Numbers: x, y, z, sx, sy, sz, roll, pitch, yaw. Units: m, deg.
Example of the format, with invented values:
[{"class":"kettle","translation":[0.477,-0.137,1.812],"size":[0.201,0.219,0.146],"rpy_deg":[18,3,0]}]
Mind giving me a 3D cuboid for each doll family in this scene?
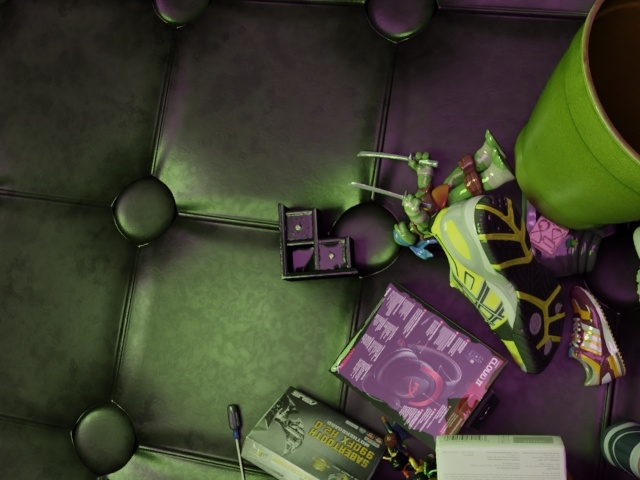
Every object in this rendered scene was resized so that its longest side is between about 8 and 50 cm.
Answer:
[{"class":"doll family","translation":[0.171,0.417,1.412],"size":[0.193,0.111,0.076],"rpy_deg":[43,106,15]}]

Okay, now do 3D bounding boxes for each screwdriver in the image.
[{"class":"screwdriver","translation":[-0.170,0.420,1.536],"size":[0.024,0.025,0.169],"rpy_deg":[-11,80,11]}]

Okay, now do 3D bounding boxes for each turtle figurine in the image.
[{"class":"turtle figurine","translation":[0.209,-0.121,1.422],"size":[0.266,0.198,0.274],"rpy_deg":[-33,81,20]}]

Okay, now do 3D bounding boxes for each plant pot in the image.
[{"class":"plant pot","translation":[0.500,-0.178,1.225],"size":[0.367,0.353,0.366],"rpy_deg":[4,72,-12]}]

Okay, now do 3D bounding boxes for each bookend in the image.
[{"class":"bookend","translation":[0.000,0.000,1.528],"size":[0.157,0.072,0.156],"rpy_deg":[-4,82,11]}]

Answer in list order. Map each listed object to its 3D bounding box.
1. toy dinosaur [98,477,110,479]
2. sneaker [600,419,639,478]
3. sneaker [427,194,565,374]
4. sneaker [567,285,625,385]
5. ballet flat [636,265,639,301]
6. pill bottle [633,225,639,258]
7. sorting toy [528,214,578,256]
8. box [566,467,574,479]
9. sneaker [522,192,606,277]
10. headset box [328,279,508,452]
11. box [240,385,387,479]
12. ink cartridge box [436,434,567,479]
[{"class":"toy dinosaur","translation":[-0.437,0.572,1.559],"size":[0.268,0.064,0.118],"rpy_deg":[17,93,11]},{"class":"sneaker","translation":[0.629,0.409,1.339],"size":[0.282,0.153,0.099],"rpy_deg":[29,87,-16]},{"class":"sneaker","translation":[0.328,0.079,1.373],"size":[0.145,0.147,0.384],"rpy_deg":[-42,116,-33]},{"class":"sneaker","translation":[0.494,0.179,1.400],"size":[0.084,0.069,0.185],"rpy_deg":[-22,78,3]},{"class":"ballet flat","translation":[0.660,0.225,1.320],"size":[0.147,0.147,0.409],"rpy_deg":[-33,69,6]},{"class":"pill bottle","translation":[0.661,-0.006,1.189],"size":[0.278,0.162,0.162],"rpy_deg":[-30,77,28]},{"class":"sorting toy","translation":[0.426,-0.003,1.376],"size":[0.083,0.012,0.062],"rpy_deg":[35,97,15]},{"class":"box","translation":[0.323,0.474,1.258],"size":[0.215,0.345,0.168],"rpy_deg":[-14,80,10]},{"class":"sneaker","translation":[0.462,-0.067,1.426],"size":[0.147,0.104,0.295],"rpy_deg":[0,89,10]},{"class":"headset box","translation":[0.199,0.247,1.434],"size":[0.293,0.110,0.218],"rpy_deg":[35,91,14]},{"class":"box","translation":[-0.007,0.394,1.424],"size":[0.231,0.183,0.056],"rpy_deg":[27,120,15]},{"class":"ink cartridge box","translation":[0.263,0.396,1.089],"size":[0.181,0.056,0.224],"rpy_deg":[-3,98,12]}]
